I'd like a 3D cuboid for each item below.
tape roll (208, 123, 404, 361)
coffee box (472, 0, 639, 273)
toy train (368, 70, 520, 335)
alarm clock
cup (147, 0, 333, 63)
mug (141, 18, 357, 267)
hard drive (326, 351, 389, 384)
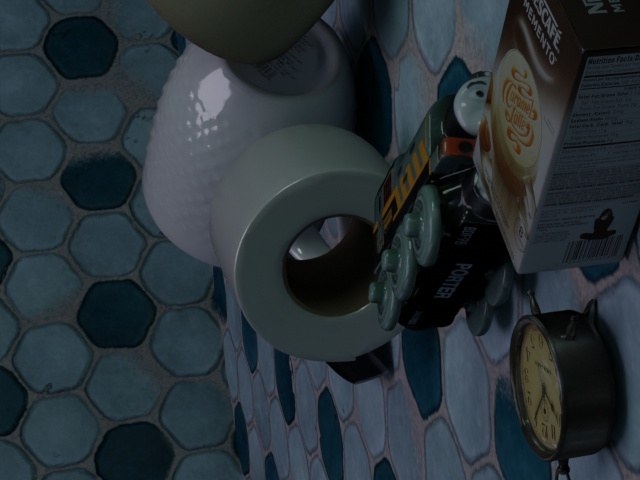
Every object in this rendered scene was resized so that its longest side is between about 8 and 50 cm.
[{"bbox_3d":[0.000,0.000,1.838,0.169,0.246,0.246,-122,29,-63],"label":"tape roll"},{"bbox_3d":[0.201,-0.108,1.212,0.246,0.098,0.141,98,161,-48],"label":"coffee box"},{"bbox_3d":[0.129,-0.028,1.523,0.334,0.142,0.190,112,159,-65],"label":"toy train"},{"bbox_3d":[0.215,0.145,1.357,0.129,0.064,0.192,-140,48,-72],"label":"alarm clock"},{"bbox_3d":[-0.059,-0.409,1.830,0.237,0.331,0.331,-28,63,36],"label":"cup"},{"bbox_3d":[-0.060,-0.121,2.071,0.374,0.276,0.328,55,151,20],"label":"mug"},{"bbox_3d":[0.000,0.119,2.146,0.172,0.054,0.255,49,174,-14],"label":"hard drive"}]
